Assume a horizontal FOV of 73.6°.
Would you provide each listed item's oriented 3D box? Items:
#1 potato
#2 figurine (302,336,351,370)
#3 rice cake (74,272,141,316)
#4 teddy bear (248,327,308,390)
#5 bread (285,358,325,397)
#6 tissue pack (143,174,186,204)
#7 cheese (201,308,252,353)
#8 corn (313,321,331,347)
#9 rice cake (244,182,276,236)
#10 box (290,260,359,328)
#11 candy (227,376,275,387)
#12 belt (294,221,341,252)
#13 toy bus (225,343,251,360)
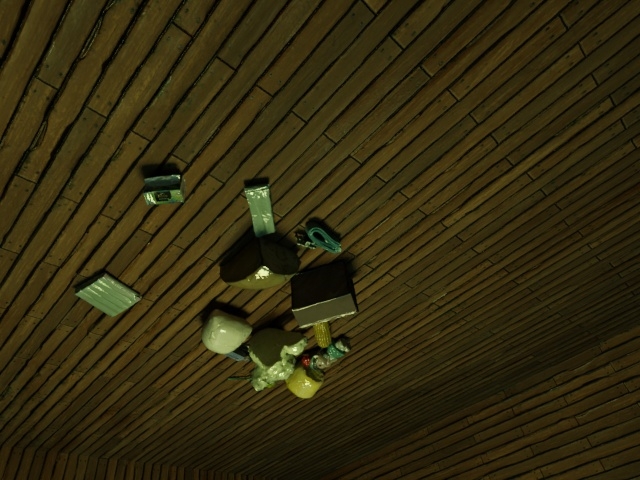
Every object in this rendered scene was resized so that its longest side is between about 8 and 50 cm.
[{"bbox_3d":[-0.227,0.136,1.592,0.264,0.189,0.211,-37,131,24],"label":"potato"},{"bbox_3d":[0.033,0.568,2.155,0.245,0.110,0.138,-38,121,21],"label":"figurine"},{"bbox_3d":[-0.820,0.212,1.659,0.189,0.037,0.198,-29,134,18],"label":"rice cake"},{"bbox_3d":[-0.170,0.581,1.986,0.327,0.375,0.362,-40,119,-26],"label":"teddy bear"},{"bbox_3d":[-0.086,0.717,2.231,0.197,0.197,0.170,27,112,-33],"label":"bread"},{"bbox_3d":[-0.477,-0.164,1.310,0.111,0.085,0.079,-5,135,-5],"label":"tissue pack"},{"bbox_3d":[-0.418,0.393,1.840,0.198,0.154,0.189,30,103,-31],"label":"cheese"},{"bbox_3d":[0.008,0.427,2.020,0.080,0.080,0.238,-9,134,-2],"label":"corn"},{"bbox_3d":[-0.202,-0.101,1.461,0.085,0.040,0.226,-8,136,-4],"label":"rice cake"},{"bbox_3d":[0.009,0.216,1.728,0.252,0.188,0.153,-14,136,6],"label":"box"},{"bbox_3d":[-0.363,0.741,2.283,0.262,0.077,0.073,2,151,-2],"label":"candy"},{"bbox_3d":[0.001,0.003,1.597,0.179,0.065,0.100,32,112,-35],"label":"belt"},{"bbox_3d":[-0.404,0.523,2.039,0.076,0.073,0.167,-33,129,25],"label":"toy bus"}]
